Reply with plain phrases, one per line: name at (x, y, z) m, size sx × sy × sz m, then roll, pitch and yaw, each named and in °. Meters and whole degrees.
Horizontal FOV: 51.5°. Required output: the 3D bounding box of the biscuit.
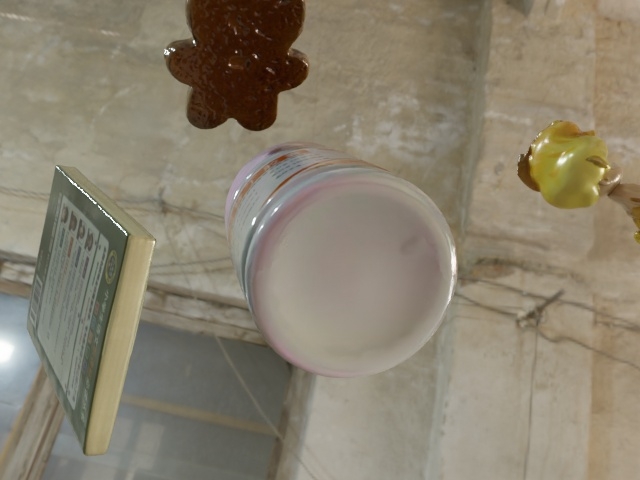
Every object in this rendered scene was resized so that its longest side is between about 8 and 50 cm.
biscuit at (-0.096, -0.233, 0.803) m, size 0.180 × 0.039 × 0.236 m, roll 2°, pitch -43°, yaw -18°

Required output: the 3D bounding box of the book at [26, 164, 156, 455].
book at (-0.237, 0.051, 0.652) m, size 0.027 × 0.201 × 0.264 m, roll 8°, pitch 13°, yaw -36°

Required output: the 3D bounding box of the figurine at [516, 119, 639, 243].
figurine at (0.431, -0.090, 1.033) m, size 0.246 × 0.131 × 0.156 m, roll 31°, pitch 6°, yaw 10°

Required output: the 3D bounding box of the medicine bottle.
medicine bottle at (0.000, 0.000, 0.739) m, size 0.202 × 0.202 × 0.316 m, roll 21°, pitch 7°, yaw -16°
